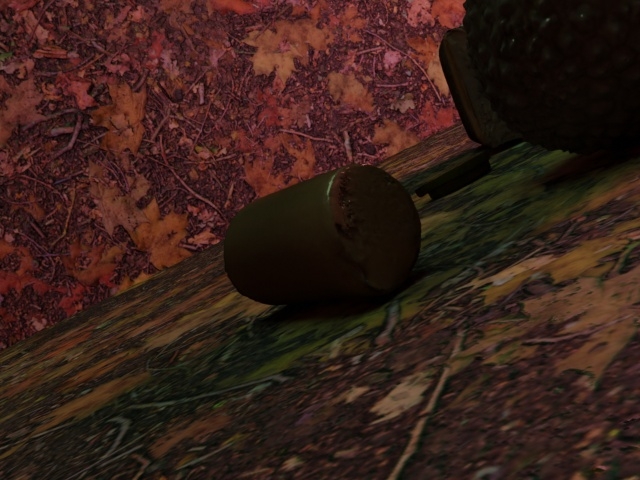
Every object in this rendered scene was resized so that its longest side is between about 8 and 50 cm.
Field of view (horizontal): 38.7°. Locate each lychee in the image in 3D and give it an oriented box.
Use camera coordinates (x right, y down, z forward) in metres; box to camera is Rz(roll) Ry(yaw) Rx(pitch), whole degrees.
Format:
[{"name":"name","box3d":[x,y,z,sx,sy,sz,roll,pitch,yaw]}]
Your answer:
[{"name":"lychee","box3d":[0.278,-0.240,0.963,0.300,0.300,0.300,-25,6,3]}]

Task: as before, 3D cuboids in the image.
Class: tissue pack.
[{"name":"tissue pack","box3d":[0.343,-0.298,1.619,0.238,0.238,0.305,-25,5,8]}]

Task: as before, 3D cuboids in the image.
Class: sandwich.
[{"name":"sandwich","box3d":[0.198,-0.093,1.309,0.135,0.029,0.067,-29,1,-22]}]

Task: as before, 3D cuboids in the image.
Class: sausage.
[{"name":"sausage","box3d":[0.000,0.000,0.883,0.123,0.123,0.253,-28,7,-26]}]
